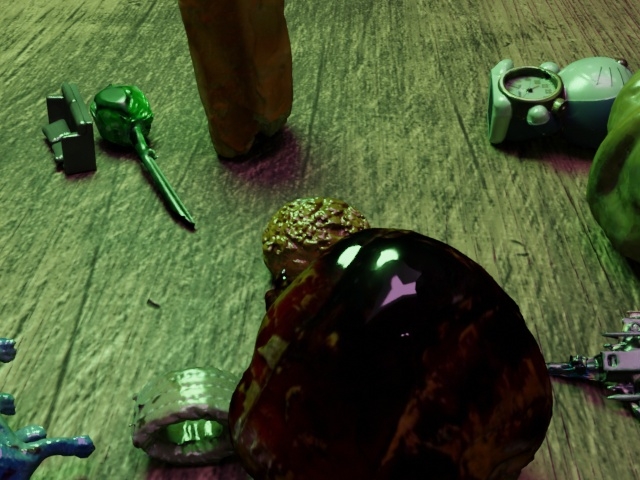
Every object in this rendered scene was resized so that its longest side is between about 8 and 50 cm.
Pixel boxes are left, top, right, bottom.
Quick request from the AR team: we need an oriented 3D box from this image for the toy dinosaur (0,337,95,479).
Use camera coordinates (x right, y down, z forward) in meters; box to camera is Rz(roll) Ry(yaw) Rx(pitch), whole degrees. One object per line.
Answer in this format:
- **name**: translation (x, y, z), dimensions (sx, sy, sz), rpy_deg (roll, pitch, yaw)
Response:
- **toy dinosaur**: translation (-0.303, 0.168, 0.707), dimensions (0.144, 0.076, 0.329), rpy_deg (-11, 64, -52)

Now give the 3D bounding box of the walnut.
- **walnut**: translation (0.483, -0.089, 1.002), dimensions (0.253, 0.276, 0.282), rpy_deg (16, 48, 24)

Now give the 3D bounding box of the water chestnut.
- **water chestnut**: translation (0.056, 0.122, 0.698), dimensions (0.289, 0.288, 0.244), rpy_deg (-7, 4, -15)

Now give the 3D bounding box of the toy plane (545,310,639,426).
- **toy plane**: translation (0.317, 0.135, 0.850), dimensions (0.189, 0.062, 0.135), rpy_deg (4, 62, 4)

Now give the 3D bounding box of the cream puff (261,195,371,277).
- **cream puff**: translation (0.000, -0.001, 0.971), dimensions (0.144, 0.103, 0.126), rpy_deg (10, 35, -2)

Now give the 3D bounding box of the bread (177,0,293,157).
- **bread**: translation (-0.120, -0.303, 1.177), dimensions (0.149, 0.343, 0.195), rpy_deg (-9, 39, -2)

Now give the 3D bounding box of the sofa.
- **sofa**: translation (-0.383, -0.172, 1.184), dimensions (0.060, 0.085, 0.147), rpy_deg (-10, 39, -23)

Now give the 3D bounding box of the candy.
- **candy**: translation (-0.252, -0.120, 1.150), dimensions (0.097, 0.097, 0.323), rpy_deg (-16, 49, -25)

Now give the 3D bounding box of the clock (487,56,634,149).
- **clock**: translation (0.397, -0.227, 1.286), dimensions (0.244, 0.146, 0.199), rpy_deg (2, 41, 4)

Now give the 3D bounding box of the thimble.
- **thimble**: translation (-0.124, 0.166, 0.745), dimensions (0.110, 0.084, 0.062), rpy_deg (-1, 37, -10)
